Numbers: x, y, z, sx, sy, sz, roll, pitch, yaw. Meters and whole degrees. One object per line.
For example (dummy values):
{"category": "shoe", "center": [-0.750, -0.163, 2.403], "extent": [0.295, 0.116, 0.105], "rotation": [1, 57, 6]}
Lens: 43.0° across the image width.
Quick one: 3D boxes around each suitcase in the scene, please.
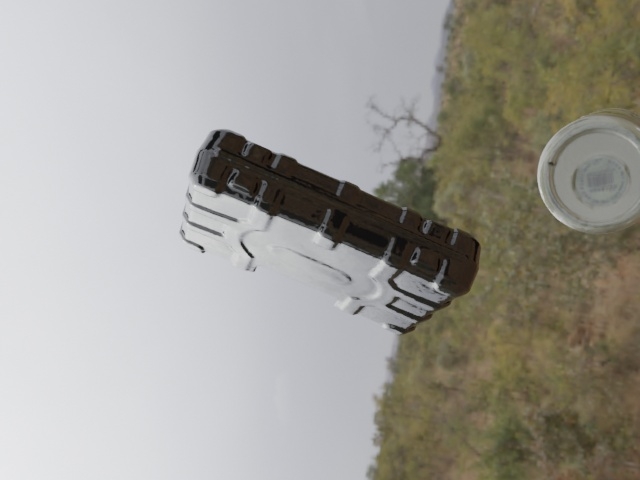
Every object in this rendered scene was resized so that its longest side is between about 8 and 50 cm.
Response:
{"category": "suitcase", "center": [0.000, 0.001, 0.829], "extent": [0.206, 0.286, 0.066], "rotation": [123, 169, -67]}

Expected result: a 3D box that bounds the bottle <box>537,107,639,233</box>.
{"category": "bottle", "center": [0.314, -0.086, 0.883], "extent": [0.253, 0.121, 0.120], "rotation": [-28, -53, -63]}
